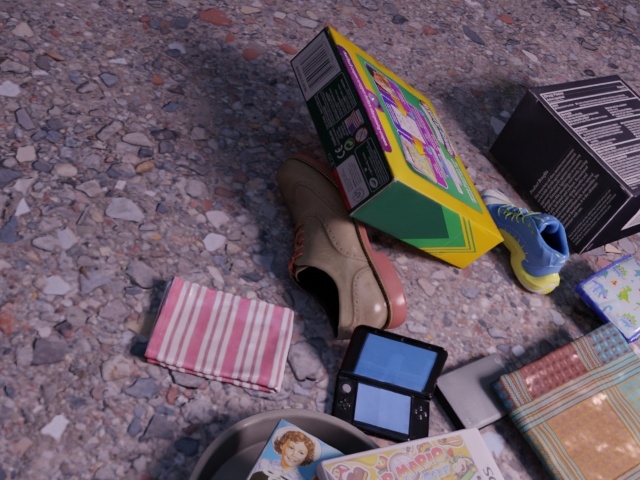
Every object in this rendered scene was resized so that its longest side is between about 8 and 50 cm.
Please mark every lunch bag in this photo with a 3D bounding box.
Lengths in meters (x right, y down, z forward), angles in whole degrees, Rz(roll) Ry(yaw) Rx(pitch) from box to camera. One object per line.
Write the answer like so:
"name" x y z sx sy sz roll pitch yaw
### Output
"lunch bag" 0.524 0.110 1.269 0.151 0.096 0.129 -15 57 -42

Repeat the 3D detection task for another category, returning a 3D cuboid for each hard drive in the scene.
"hard drive" 0.243 0.232 1.104 0.135 0.022 0.094 -15 57 -31

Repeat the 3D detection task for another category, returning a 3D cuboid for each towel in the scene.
"towel" 0.453 0.316 1.069 0.271 0.040 0.370 -19 64 -27
"towel" -0.138 0.133 1.040 0.197 0.029 0.144 16 48 -8

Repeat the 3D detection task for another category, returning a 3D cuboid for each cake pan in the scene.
"cake pan" -0.025 0.347 0.879 0.293 0.054 0.293 11 48 -12

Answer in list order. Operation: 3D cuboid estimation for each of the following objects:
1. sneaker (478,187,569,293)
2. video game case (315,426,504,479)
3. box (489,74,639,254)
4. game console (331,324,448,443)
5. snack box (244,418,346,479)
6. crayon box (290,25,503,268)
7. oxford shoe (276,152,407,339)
"sneaker" 0.373 -0.028 1.309 0.091 0.126 0.240 -9 55 -28
"video game case" 0.131 0.324 0.821 0.227 0.026 0.206 -4 49 -27
"box" 0.557 -0.162 1.458 0.296 0.183 0.294 -14 58 -32
"game console" 0.100 0.206 1.028 0.144 0.085 0.124 17 46 -6
"snack box" 0.048 0.360 0.816 0.322 0.060 0.187 28 45 5
"crayon box" 0.129 -0.155 1.253 0.313 0.106 0.363 24 37 -44
"oxford shoe" 0.000 0.000 1.149 0.130 0.123 0.348 -17 57 -26
